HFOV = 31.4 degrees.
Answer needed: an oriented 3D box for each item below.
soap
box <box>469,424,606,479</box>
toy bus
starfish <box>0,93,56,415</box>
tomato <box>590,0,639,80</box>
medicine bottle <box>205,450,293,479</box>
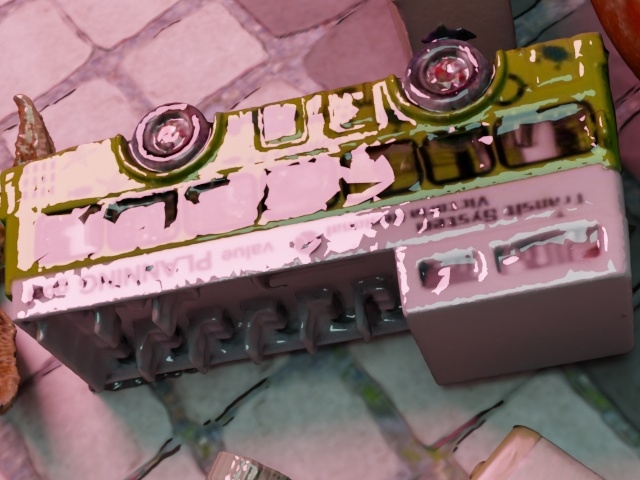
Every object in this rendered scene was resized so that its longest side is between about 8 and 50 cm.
[{"bbox_3d":[0.056,-0.171,0.626,0.064,0.121,0.183,-16,60,6],"label":"soap"},{"bbox_3d":[0.071,0.228,0.437,0.211,0.045,0.270,33,73,32],"label":"box"},{"bbox_3d":[0.000,0.000,0.555,0.302,0.113,0.139,-11,59,11],"label":"toy bus"},{"bbox_3d":[-0.237,0.020,0.628,0.236,0.062,0.277,-35,56,-4],"label":"starfish"},{"bbox_3d":[0.251,-0.157,0.480,0.270,0.222,0.270,4,68,-11],"label":"tomato"},{"bbox_3d":[-0.044,0.143,0.517,0.047,0.047,0.083,16,67,22],"label":"medicine bottle"}]
